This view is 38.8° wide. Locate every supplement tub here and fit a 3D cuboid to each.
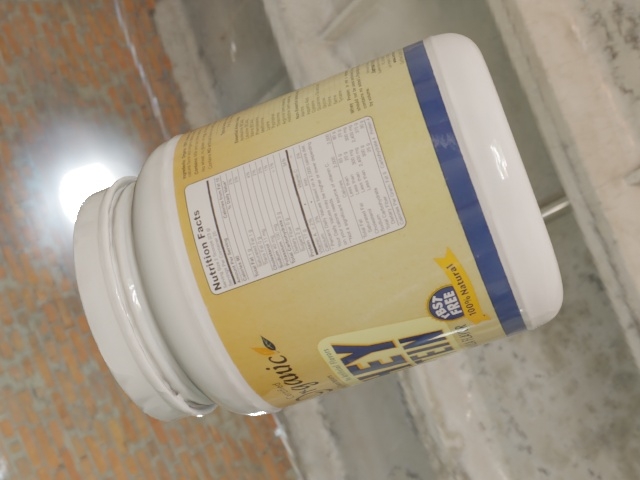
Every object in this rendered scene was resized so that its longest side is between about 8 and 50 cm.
[{"bbox_3d":[0.000,0.000,0.692,0.316,0.228,0.228,-20,-88,12],"label":"supplement tub"}]
